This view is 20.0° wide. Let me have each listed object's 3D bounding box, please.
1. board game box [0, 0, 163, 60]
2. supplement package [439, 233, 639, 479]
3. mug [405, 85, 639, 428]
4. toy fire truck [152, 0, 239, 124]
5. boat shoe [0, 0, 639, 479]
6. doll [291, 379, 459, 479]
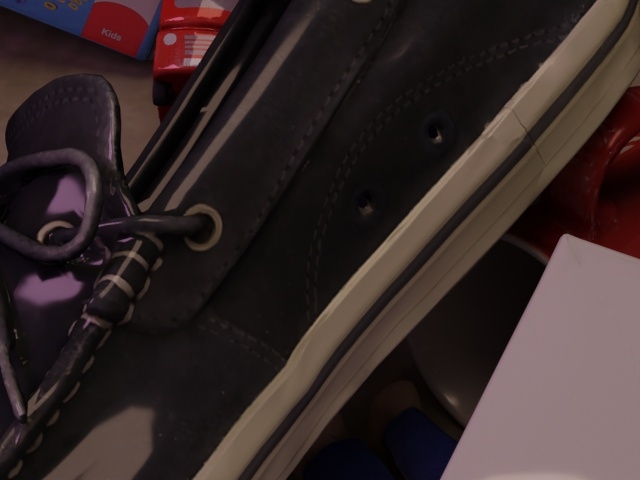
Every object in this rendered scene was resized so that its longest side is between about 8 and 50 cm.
[{"bbox_3d":[-0.206,-0.269,1.047,0.308,0.086,0.302,20,37,-12],"label":"board game box"},{"bbox_3d":[0.117,0.165,0.561,0.204,0.145,0.262,20,57,17],"label":"supplement package"},{"bbox_3d":[0.140,0.004,0.801,0.169,0.150,0.113,-30,80,-39],"label":"mug"},{"bbox_3d":[-0.049,-0.098,0.902,0.047,0.192,0.135,4,69,1],"label":"toy fire truck"},{"bbox_3d":[-0.074,0.027,0.655,0.156,0.187,0.500,47,66,-11],"label":"boat shoe"},{"bbox_3d":[0.067,0.131,0.714,0.129,0.046,0.189,-19,45,-23],"label":"doll"}]
